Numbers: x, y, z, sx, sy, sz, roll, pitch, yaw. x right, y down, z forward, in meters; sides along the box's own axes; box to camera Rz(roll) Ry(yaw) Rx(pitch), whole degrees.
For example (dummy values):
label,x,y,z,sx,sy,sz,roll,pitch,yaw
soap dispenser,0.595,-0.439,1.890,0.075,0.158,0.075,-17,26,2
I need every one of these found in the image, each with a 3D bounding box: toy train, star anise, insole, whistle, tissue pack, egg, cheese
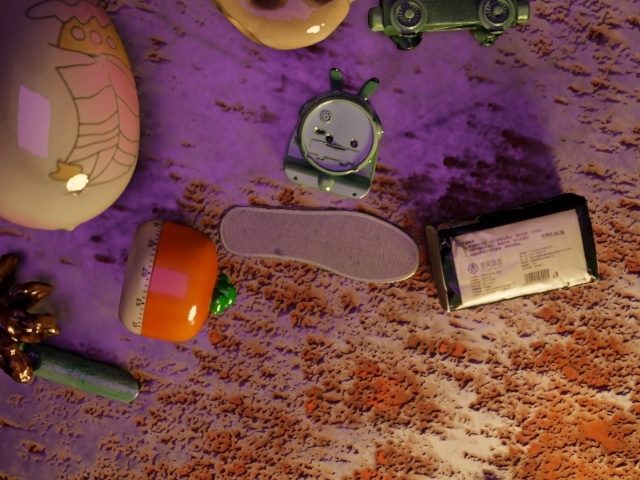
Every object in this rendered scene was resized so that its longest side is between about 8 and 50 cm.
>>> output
label,x,y,z,sx,sy,sz,roll,pitch,yaw
toy train,0.135,-0.259,1.058,0.172,0.070,0.099,-3,88,-1
star anise,-0.402,0.087,1.074,0.234,0.073,0.177,1,60,2
insole,0.000,0.000,1.124,0.232,0.003,0.080,9,98,-2
whistle,-0.294,0.144,1.125,0.186,0.039,0.039,18,98,-3
tissue pack,0.207,0.014,1.086,0.170,0.090,0.103,-12,99,-1
egg,-0.278,-0.147,1.006,0.196,0.196,0.271,7,91,-2
cheese,-0.041,-0.315,1.021,0.218,0.117,0.235,-21,97,1

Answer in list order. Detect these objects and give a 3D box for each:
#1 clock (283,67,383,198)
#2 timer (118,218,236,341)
label,x,y,z,sx,sy,sz,roll,pitch,yaw
clock,0.019,-0.118,1.088,0.101,0.041,0.135,14,98,-3
timer,-0.153,0.047,1.086,0.136,0.099,0.136,-3,110,-7
